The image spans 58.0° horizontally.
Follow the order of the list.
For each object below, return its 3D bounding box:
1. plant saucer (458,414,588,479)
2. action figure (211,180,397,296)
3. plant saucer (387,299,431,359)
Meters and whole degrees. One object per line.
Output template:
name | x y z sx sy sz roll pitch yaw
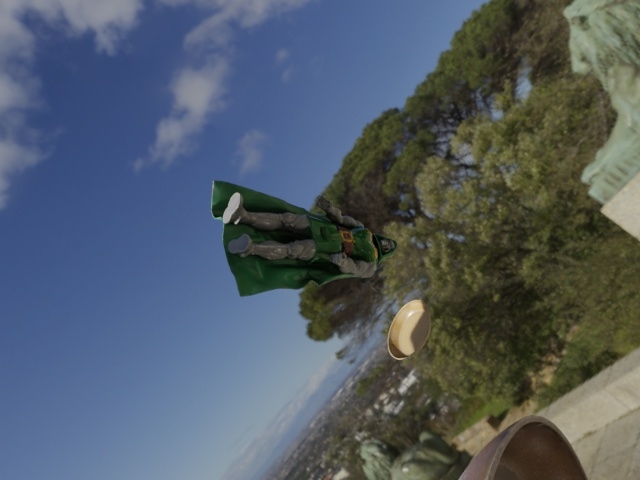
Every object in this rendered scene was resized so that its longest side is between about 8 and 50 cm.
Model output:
plant saucer | 0.132 0.269 0.355 0.050 0.310 0.310 -13 14 35
action figure | 0.000 0.000 0.646 0.232 0.137 0.063 7 -32 -41
plant saucer | 0.121 0.120 0.764 0.083 0.015 0.083 -48 26 33
